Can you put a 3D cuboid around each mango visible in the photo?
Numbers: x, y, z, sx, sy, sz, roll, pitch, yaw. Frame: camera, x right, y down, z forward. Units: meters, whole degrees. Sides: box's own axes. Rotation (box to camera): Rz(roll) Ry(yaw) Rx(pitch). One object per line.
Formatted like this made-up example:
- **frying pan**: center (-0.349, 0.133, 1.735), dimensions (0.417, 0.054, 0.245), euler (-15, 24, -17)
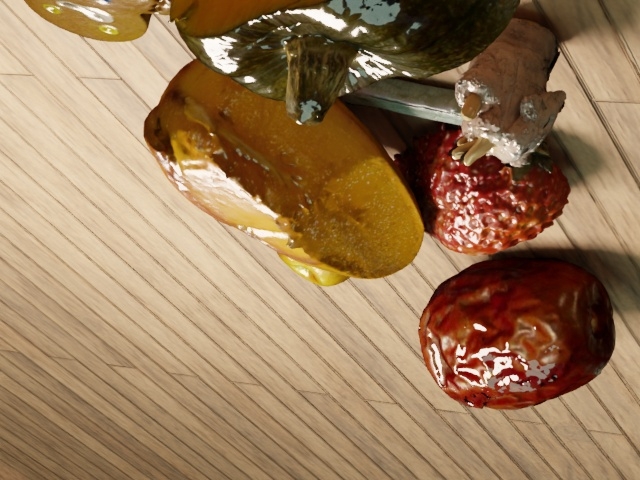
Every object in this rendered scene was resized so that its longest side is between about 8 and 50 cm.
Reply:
- **mango**: center (-0.018, -0.074, 1.952), dimensions (0.201, 0.199, 0.350), euler (-30, 136, 30)

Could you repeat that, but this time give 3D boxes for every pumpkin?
- **pumpkin**: center (0.014, -0.205, 1.543), dimensions (0.317, 0.222, 0.139), euler (-4, 149, 42)

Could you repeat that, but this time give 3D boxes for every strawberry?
- **strawberry**: center (0.165, -0.042, 1.994), dimensions (0.175, 0.107, 0.236), euler (21, 159, -8)

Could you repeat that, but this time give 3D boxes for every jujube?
- **jujube**: center (0.233, 0.110, 2.219), dimensions (0.243, 0.183, 0.183), euler (-13, 145, 38)

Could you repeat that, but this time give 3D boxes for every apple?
- **apple**: center (0.000, 0.000, 2.232), dimensions (0.114, 0.102, 0.099), euler (27, 158, -22)

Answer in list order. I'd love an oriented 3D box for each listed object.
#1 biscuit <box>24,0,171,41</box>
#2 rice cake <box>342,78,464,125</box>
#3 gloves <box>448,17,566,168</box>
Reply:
- **biscuit**: center (-0.230, -0.258, 1.865), dimensions (0.180, 0.039, 0.236), euler (19, 161, -7)
- **rice cake**: center (0.117, -0.140, 1.888), dimensions (0.207, 0.033, 0.033), euler (12, 164, 16)
- **gloves**: center (0.177, -0.133, 1.707), dimensions (0.094, 0.144, 0.110), euler (11, 180, 15)
